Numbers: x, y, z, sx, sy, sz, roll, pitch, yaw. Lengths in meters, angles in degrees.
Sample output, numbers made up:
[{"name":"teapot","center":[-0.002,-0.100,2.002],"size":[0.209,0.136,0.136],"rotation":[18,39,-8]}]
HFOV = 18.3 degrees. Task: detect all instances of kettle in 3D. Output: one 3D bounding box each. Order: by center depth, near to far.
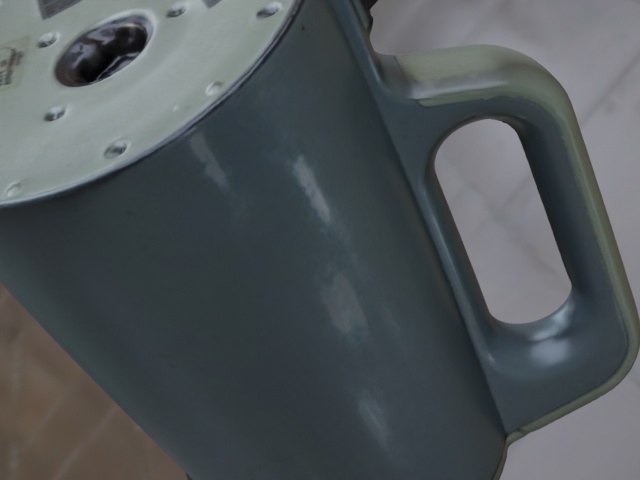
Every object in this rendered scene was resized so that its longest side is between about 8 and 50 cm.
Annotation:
[{"name":"kettle","center":[0.000,0.000,0.744],"size":[0.210,0.243,0.160],"rotation":[-30,36,4]}]
